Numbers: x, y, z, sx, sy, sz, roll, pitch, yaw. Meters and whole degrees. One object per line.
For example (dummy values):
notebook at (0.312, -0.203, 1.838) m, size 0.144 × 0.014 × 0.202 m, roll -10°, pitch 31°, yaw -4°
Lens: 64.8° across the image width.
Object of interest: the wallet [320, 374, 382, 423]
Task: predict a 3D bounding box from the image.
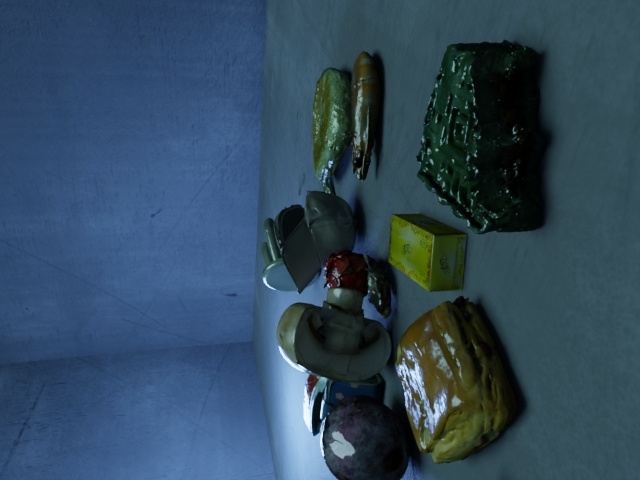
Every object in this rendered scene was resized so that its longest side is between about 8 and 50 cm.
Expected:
wallet at (0.070, 0.409, 1.206) m, size 0.059 × 0.141 × 0.202 m, roll -59°, pitch -26°, yaw -67°

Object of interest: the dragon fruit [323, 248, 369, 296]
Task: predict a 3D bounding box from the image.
dragon fruit at (0.064, 0.088, 1.199) m, size 0.130 × 0.142 × 0.121 m, roll -41°, pitch 41°, yaw 14°

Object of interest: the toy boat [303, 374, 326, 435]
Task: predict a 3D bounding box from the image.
toy boat at (0.043, 0.411, 1.329) m, size 0.133 × 0.145 × 0.332 m, roll 44°, pitch 142°, yaw 36°

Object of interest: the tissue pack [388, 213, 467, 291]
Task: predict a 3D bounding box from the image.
tissue pack at (0.177, 0.015, 0.870) m, size 0.176 × 0.062 × 0.095 m, roll -137°, pitch 46°, yaw -69°

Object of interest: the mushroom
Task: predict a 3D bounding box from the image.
mushroom at (0.016, 0.200, 1.125) m, size 0.189 × 0.253 × 0.195 m, roll -4°, pitch 72°, yaw 58°

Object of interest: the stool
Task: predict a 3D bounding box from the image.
stool at (-0.111, 0.050, 1.746) m, size 0.195 × 0.195 × 0.199 m, roll 105°, pitch 160°, yaw -50°

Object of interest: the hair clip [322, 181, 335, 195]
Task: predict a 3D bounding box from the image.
hair clip at (0.023, -0.120, 1.506) m, size 0.060 × 0.033 × 0.189 m, roll 117°, pitch 145°, yaw -67°

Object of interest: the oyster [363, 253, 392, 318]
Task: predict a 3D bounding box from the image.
oyster at (0.127, 0.099, 1.101) m, size 0.103 × 0.051 × 0.148 m, roll 73°, pitch -170°, yaw -73°

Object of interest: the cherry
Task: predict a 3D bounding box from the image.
cherry at (0.095, 0.419, 1.040) m, size 0.195 × 0.195 × 0.195 m, roll 178°, pitch 90°, yaw -76°

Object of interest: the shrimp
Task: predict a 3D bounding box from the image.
shrimp at (0.091, -0.282, 1.157) m, size 0.152 × 0.062 × 0.288 m, roll -144°, pitch 56°, yaw -75°

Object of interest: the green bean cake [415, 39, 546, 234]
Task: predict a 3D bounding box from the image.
green bean cake at (0.210, -0.135, 0.634) m, size 0.193 × 0.107 × 0.209 m, roll -112°, pitch 26°, yaw -56°

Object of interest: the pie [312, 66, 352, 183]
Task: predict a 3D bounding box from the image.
pie at (0.026, -0.325, 1.401) m, size 0.323 × 0.070 × 0.324 m, roll -179°, pitch 90°, yaw -77°

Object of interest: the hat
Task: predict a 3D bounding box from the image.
hat at (-0.006, 0.005, 1.265) m, size 0.275 × 0.161 × 0.232 m, roll -57°, pitch -38°, yaw -35°

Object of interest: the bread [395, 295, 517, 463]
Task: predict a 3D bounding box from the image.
bread at (0.189, 0.217, 0.780) m, size 0.235 × 0.099 × 0.211 m, roll 106°, pitch 157°, yaw -51°
